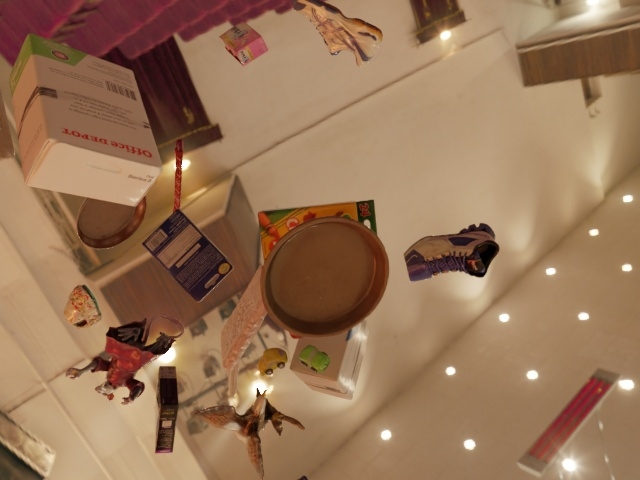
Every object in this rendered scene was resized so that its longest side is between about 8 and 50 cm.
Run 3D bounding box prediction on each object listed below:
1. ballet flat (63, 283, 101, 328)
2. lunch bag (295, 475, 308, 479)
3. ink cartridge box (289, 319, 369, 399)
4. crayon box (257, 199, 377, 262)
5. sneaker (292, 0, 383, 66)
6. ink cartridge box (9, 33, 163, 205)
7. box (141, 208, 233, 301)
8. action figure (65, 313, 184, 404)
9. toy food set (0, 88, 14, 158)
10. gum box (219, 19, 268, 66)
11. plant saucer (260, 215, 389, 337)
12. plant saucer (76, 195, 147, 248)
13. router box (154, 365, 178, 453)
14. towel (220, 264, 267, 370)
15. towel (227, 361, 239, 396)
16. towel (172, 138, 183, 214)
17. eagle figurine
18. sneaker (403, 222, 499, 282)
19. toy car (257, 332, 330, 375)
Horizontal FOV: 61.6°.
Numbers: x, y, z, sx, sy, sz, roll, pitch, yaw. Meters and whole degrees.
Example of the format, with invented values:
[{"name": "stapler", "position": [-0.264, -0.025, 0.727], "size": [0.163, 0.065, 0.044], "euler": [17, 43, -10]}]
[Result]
[{"name": "ballet flat", "position": [-0.572, 0.172, 1.288], "size": [0.077, 0.091, 0.241], "euler": [-38, 174, -26]}, {"name": "lunch bag", "position": [-0.073, 0.808, 1.726], "size": [0.098, 0.067, 0.065], "euler": [-44, 159, 30]}, {"name": "ink cartridge box", "position": [0.048, 0.368, 1.860], "size": [0.166, 0.395, 0.285], "euler": [12, -111, 15]}, {"name": "crayon box", "position": [0.000, 0.000, 1.474], "size": [0.319, 0.202, 0.081], "euler": [-7, -173, 4]}, {"name": "sneaker", "position": [0.034, -0.632, 1.622], "size": [0.297, 0.130, 0.112], "euler": [29, -151, 4]}, {"name": "ink cartridge box", "position": [-0.419, -0.210, 0.955], "size": [0.198, 0.272, 0.115], "euler": [11, 135, -46]}, {"name": "box", "position": [-0.344, 0.041, 1.408], "size": [0.136, 0.225, 0.036], "euler": [-45, 169, -3]}, {"name": "action figure", "position": [-0.695, 0.422, 1.898], "size": [0.370, 0.248, 0.275], "euler": [-53, -179, 31]}, {"name": "toy food set", "position": [-0.890, -0.247, 1.363], "size": [0.306, 0.219, 0.092], "euler": [-23, 168, 27]}, {"name": "gum box", "position": [-0.276, -0.704, 1.910], "size": [0.107, 0.062, 0.188], "euler": [-35, -133, -4]}, {"name": "plant saucer", "position": [0.009, 0.076, 1.122], "size": [0.278, 0.277, 0.041], "euler": [-25, -154, -7]}, {"name": "plant saucer", "position": [-0.456, -0.059, 1.164], "size": [0.029, 0.168, 0.168], "euler": [34, -129, 26]}, {"name": "router box", "position": [-0.381, 0.411, 1.322], "size": [0.046, 0.133, 0.179], "euler": [5, -165, -19]}, {"name": "towel", "position": [-0.263, 0.272, 1.958], "size": [0.331, 0.053, 0.317], "euler": [-60, -164, 4]}, {"name": "towel", "position": [-0.354, 0.476, 2.181], "size": [0.034, 0.209, 0.285], "euler": [5, -169, -13]}, {"name": "towel", "position": [-0.523, -0.223, 1.967], "size": [0.031, 0.274, 0.199], "euler": [3, -159, -15]}, {"name": "eagle figurine", "position": [-0.204, 0.516, 1.498], "size": [0.227, 0.225, 0.298], "euler": [-6, -175, 20]}, {"name": "sneaker", "position": [0.427, 0.051, 1.706], "size": [0.316, 0.127, 0.182], "euler": [-21, -160, 5]}, {"name": "toy car", "position": [-0.063, 0.314, 1.562], "size": [0.225, 0.053, 0.239], "euler": [17, -117, 46]}]
